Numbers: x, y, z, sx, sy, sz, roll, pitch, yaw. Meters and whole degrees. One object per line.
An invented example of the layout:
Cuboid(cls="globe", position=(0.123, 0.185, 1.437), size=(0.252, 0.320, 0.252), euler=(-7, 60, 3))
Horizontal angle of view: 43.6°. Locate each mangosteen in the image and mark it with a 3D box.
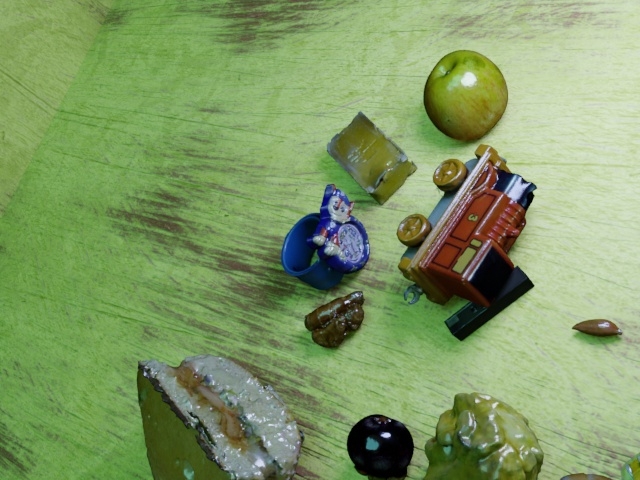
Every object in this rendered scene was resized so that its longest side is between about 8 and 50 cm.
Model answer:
Cuboid(cls="mangosteen", position=(0.120, 0.428, 1.603), size=(0.137, 0.137, 0.151), euler=(9, 106, 40))

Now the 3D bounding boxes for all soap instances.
Cuboid(cls="soap", position=(0.121, -0.206, 1.981), size=(0.135, 0.076, 0.233), euler=(-45, 46, 7))

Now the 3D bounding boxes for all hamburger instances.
Cuboid(cls="hamburger", position=(-0.231, 0.451, 1.756), size=(0.445, 0.268, 0.287), euler=(36, 120, 42))

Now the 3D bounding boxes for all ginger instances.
Cuboid(cls="ginger", position=(0.036, 0.182, 1.827), size=(0.162, 0.073, 0.103), euler=(-34, 50, 16))

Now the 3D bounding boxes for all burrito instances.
Cuboid(cls="burrito", position=(-0.092, 0.399, 1.829), size=(0.045, 0.041, 0.185), euler=(-16, 42, -22))

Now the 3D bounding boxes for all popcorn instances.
Cuboid(cls="popcorn", position=(0.294, 0.400, 1.453), size=(0.266, 0.192, 0.233), euler=(18, 92, 66))

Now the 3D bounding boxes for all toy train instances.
Cuboid(cls="toy train", position=(0.303, -0.012, 1.650), size=(0.231, 0.163, 0.369), euler=(25, 77, 49))

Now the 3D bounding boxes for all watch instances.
Cuboid(cls="watch", position=(0.003, 0.009, 1.906), size=(0.200, 0.171, 0.196), euler=(-20, 42, 41))

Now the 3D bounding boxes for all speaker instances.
Cuboid(cls="speaker", position=(0.344, 0.129, 1.640), size=(0.191, 0.046, 0.040), euler=(-39, 47, 13))

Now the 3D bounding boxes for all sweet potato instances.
Cuboid(cls="sweet potato", position=(0.517, 0.163, 1.498), size=(0.095, 0.034, 0.034), euler=(2, 67, 35))

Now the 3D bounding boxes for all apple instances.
Cuboid(cls="apple", position=(0.328, -0.335, 1.827), size=(0.196, 0.196, 0.196), euler=(-18, 56, 29))

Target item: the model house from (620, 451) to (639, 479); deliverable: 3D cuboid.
Cuboid(cls="model house", position=(0.553, 0.260, 1.216), size=(0.300, 0.323, 0.340), euler=(-41, 48, 11))

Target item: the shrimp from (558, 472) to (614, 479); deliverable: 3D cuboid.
Cuboid(cls="shrimp", position=(0.493, 0.482, 1.321), size=(0.287, 0.063, 0.152), euler=(18, 70, 42))
